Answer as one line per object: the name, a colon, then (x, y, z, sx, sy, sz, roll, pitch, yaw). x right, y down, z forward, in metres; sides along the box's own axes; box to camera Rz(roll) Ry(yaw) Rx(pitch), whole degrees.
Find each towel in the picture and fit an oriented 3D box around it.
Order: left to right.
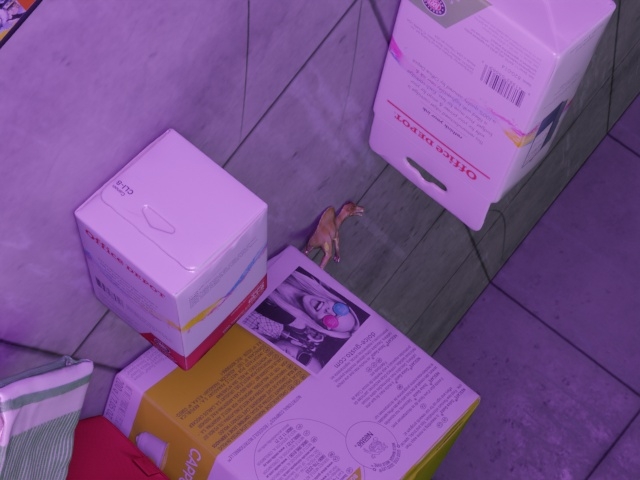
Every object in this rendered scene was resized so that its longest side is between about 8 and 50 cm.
towel: (-0.260, 0.269, 1.034, 0.248, 0.038, 0.325, -12, 110, -83)

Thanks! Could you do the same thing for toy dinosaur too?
toy dinosaur: (0.000, 0.000, 1.675, 0.183, 0.053, 0.093, -41, 147, -57)

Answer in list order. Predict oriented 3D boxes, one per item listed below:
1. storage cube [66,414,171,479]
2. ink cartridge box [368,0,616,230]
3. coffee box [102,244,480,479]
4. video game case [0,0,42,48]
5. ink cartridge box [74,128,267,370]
storage cube: (-0.274, 0.325, 1.307, 0.184, 0.215, 0.193, -56, 158, 17)
ink cartridge box: (0.189, -0.191, 1.465, 0.119, 0.207, 0.353, -41, 162, -28)
coffee box: (-0.060, 0.286, 1.576, 0.338, 0.334, 0.338, -37, 158, -43)
video game case: (-0.220, -0.184, 0.662, 0.248, 0.035, 0.275, -51, 165, -5)
ink cartridge box: (-0.135, 0.012, 1.150, 0.127, 0.128, 0.176, -46, 163, -22)
